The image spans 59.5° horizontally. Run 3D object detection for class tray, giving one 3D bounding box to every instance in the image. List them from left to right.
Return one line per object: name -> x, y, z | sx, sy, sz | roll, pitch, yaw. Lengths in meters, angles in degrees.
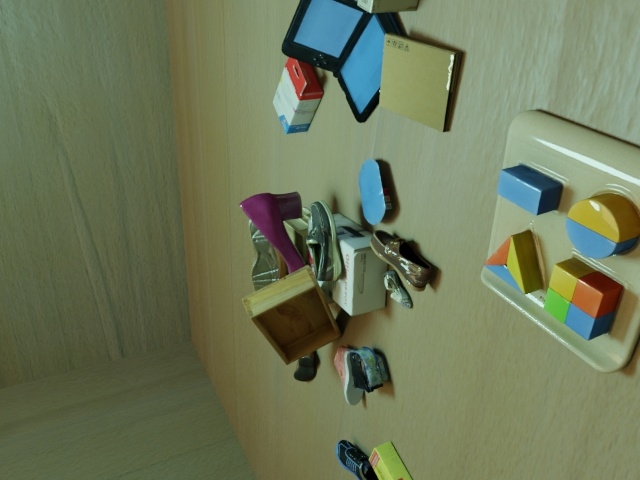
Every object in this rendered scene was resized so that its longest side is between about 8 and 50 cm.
tray -> -0.071, 0.231, 1.654 | 0.076, 0.203, 0.410 | 61, 176, 32

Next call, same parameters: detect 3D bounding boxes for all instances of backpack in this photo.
backpack -> 0.135, 0.362, 1.601 | 0.105, 0.084, 0.114 | -10, 96, 65

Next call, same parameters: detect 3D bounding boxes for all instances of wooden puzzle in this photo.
wooden puzzle -> 0.387, -0.003, 0.914 | 0.322, 0.081, 0.347 | 46, 140, 50

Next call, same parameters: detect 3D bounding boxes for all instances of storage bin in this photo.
storage bin -> -0.053, 0.055, 1.830 | 0.260, 0.123, 0.262 | 38, 134, 56

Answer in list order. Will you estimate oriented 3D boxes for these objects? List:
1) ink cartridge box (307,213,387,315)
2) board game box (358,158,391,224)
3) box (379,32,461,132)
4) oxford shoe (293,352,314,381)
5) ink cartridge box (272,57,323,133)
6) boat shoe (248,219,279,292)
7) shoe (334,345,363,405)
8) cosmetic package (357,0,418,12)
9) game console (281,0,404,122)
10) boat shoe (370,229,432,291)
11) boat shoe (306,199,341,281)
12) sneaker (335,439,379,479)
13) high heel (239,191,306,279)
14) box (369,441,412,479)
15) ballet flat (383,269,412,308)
ink cartridge box -> 0.070, 0.061, 1.575 | 0.273, 0.114, 0.196 | 38, 133, 56
board game box -> 0.144, -0.125, 1.442 | 0.133, 0.033, 0.168 | 153, 109, -70
box -> 0.203, -0.337, 1.192 | 0.201, 0.021, 0.164 | 36, 136, 42
oxford shoe -> -0.054, 0.461, 2.091 | 0.212, 0.076, 0.076 | 104, 175, -47
ink cartridge box -> -0.065, -0.447, 1.692 | 0.134, 0.078, 0.231 | 68, 153, 20
boat shoe -> -0.169, 0.056, 1.831 | 0.098, 0.109, 0.301 | -37, -60, -73
shoe -> 0.088, 0.421, 1.760 | 0.081, 0.064, 0.177 | -176, 82, -66
cosmetic package -> 0.143, -0.508, 1.178 | 0.060, 0.115, 0.041 | -126, 33, -44
game console -> 0.048, -0.457, 1.351 | 0.293, 0.251, 0.173 | 132, 150, -60
boat shoe -> 0.196, 0.031, 1.352 | 0.207, 0.073, 0.073 | 47, 139, 38
boat shoe -> 0.000, 0.001, 1.481 | 0.080, 0.074, 0.223 | -31, 68, 61
sneaker -> 0.129, 0.708, 1.778 | 0.232, 0.082, 0.090 | 42, 134, 43
high heel -> -0.143, 0.041, 1.650 | 0.127, 0.182, 0.376 | 24, 121, 61
box -> 0.223, 0.698, 1.588 | 0.232, 0.058, 0.087 | 59, 149, 37
ballet flat -> 0.192, 0.128, 1.435 | 0.114, 0.041, 0.041 | 64, 152, 28
